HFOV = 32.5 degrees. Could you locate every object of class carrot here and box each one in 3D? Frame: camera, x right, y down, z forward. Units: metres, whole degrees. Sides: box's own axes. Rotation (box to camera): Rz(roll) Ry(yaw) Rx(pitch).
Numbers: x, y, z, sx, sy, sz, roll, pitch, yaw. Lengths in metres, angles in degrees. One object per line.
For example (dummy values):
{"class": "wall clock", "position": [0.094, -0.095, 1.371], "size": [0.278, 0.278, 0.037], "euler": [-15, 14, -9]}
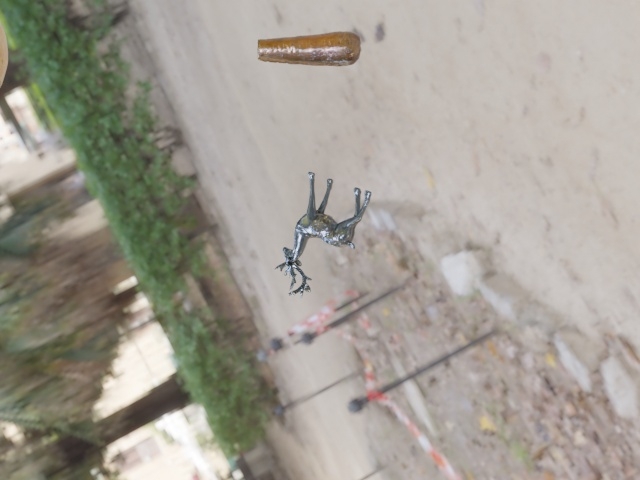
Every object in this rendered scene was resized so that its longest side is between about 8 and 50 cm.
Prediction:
{"class": "carrot", "position": [-0.017, -0.294, 1.695], "size": [0.055, 0.162, 0.055], "euler": [-3, -90, -87]}

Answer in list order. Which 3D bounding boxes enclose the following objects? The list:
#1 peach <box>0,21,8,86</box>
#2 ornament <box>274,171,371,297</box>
{"class": "peach", "position": [-0.465, -0.232, 1.320], "size": [0.184, 0.184, 0.184], "euler": [60, 172, 15]}
{"class": "ornament", "position": [0.000, 0.000, 1.083], "size": [0.073, 0.125, 0.028], "euler": [22, -179, 23]}
